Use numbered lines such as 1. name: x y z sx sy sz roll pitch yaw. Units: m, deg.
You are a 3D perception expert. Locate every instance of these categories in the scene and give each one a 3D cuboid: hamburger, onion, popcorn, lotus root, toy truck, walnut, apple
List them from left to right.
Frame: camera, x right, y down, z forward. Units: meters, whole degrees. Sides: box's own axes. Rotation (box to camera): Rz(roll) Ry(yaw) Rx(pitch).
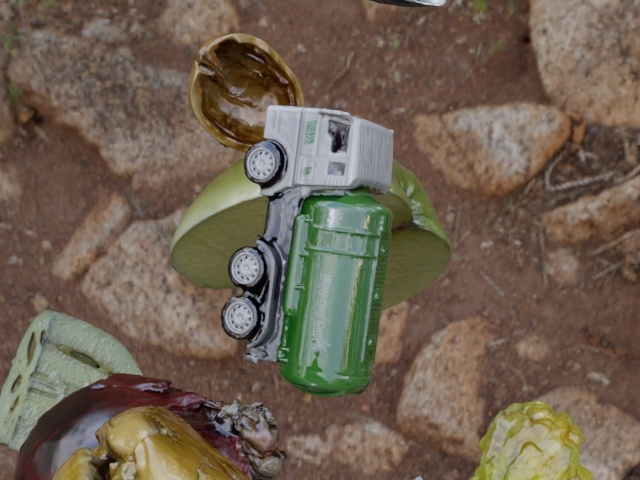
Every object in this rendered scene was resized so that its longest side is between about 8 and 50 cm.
1. lotus root: -0.470 0.296 1.940 0.260 0.149 0.267 24 73 -34
2. onion: -0.175 0.248 0.894 0.281 0.221 0.281 -17 17 6
3. hamburger: -0.081 0.201 0.650 0.213 0.214 0.108 38 80 23
4. walnut: -0.128 -0.228 1.560 0.167 0.211 0.087 -53 31 -8
5. toy truck: -0.001 0.008 0.852 0.125 0.101 0.243 6 90 29
6. apple: 0.000 0.000 1.434 0.312 0.360 0.320 62 28 -7
7. popcorn: 0.272 0.306 1.290 0.155 0.198 0.198 12 49 0

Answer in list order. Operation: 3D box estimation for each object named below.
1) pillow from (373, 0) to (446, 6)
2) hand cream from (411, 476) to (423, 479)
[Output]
1. pillow: 0.055 -0.236 0.817 0.091 0.055 0.136 29 43 -27
2. hand cream: 0.081 0.450 1.696 0.216 0.038 0.052 -15 48 -10
